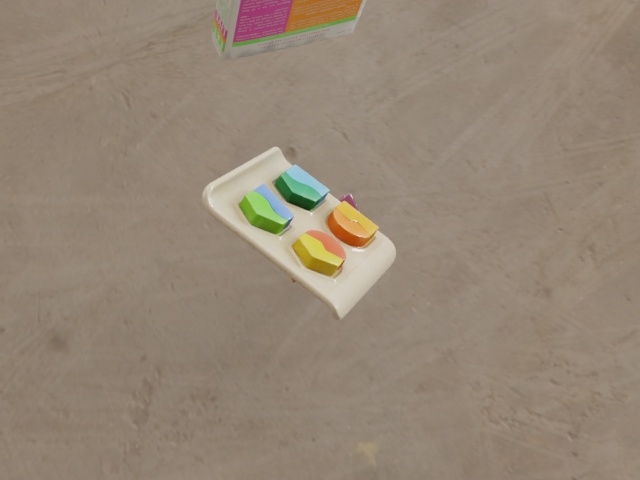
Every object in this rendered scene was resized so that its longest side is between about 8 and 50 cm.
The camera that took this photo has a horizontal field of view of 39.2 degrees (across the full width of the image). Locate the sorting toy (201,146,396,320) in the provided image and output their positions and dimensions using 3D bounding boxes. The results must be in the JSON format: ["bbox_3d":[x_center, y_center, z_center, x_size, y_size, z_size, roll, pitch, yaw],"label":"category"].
[{"bbox_3d":[-0.014,-0.020,1.048,0.208,0.193,0.038,42,122,5],"label":"sorting toy"}]

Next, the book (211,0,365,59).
[{"bbox_3d":[-0.012,-0.161,0.534,0.096,0.144,0.035,-21,79,-18],"label":"book"}]

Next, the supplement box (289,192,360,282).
[{"bbox_3d":[0.000,0.000,1.467,0.104,0.188,0.080,-25,84,-17],"label":"supplement box"}]
